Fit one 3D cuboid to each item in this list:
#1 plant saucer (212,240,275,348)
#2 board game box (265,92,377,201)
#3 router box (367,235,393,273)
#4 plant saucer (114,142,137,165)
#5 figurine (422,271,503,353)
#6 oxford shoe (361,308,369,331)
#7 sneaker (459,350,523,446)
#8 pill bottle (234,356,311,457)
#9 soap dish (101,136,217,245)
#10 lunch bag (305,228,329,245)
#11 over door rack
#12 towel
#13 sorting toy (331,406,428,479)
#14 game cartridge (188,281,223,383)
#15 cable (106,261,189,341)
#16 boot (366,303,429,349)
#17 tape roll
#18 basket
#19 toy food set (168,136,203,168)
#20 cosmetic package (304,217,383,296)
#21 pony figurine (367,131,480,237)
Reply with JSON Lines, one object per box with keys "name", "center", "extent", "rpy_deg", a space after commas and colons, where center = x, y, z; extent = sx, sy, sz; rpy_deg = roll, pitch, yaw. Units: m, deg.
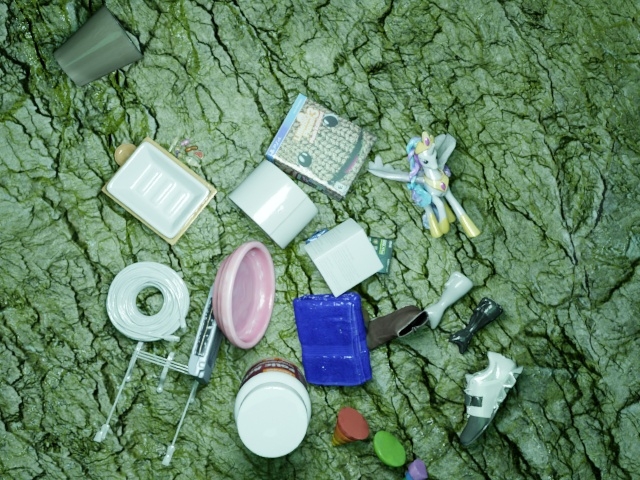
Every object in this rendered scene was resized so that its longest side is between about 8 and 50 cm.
{"name": "plant saucer", "center": [-0.239, 0.166, 1.669], "extent": [0.084, 0.332, 0.332], "rpy_deg": [3, 87, 18]}
{"name": "board game box", "center": [0.000, -0.302, 1.788], "extent": [0.291, 0.141, 0.232], "rpy_deg": [28, 85, -3]}
{"name": "router box", "center": [0.194, 0.050, 1.836], "extent": [0.092, 0.038, 0.122], "rpy_deg": [8, 87, -4]}
{"name": "plant saucer", "center": [-0.647, -0.284, 1.801], "extent": [0.084, 0.013, 0.083], "rpy_deg": [0, 87, -4]}
{"name": "figurine", "center": [0.471, 0.245, 1.829], "extent": [0.215, 0.092, 0.209], "rpy_deg": [40, 89, -1]}
{"name": "oxford shoe", "center": [0.052, 0.249, 1.806], "extent": [0.227, 0.082, 0.096], "rpy_deg": [8, 53, 6]}
{"name": "sneaker", "center": [0.534, 0.525, 1.813], "extent": [0.146, 0.122, 0.330], "rpy_deg": [31, 86, 16]}
{"name": "pill bottle", "center": [-0.142, 0.488, 1.611], "extent": [0.224, 0.392, 0.224], "rpy_deg": [0, 87, -5]}
{"name": "soap dish", "center": [-0.517, -0.159, 1.753], "extent": [0.291, 0.118, 0.229], "rpy_deg": [38, 85, -1]}
{"name": "lunch bag", "center": [0.000, 0.000, 1.809], "extent": [0.098, 0.067, 0.065], "rpy_deg": [-33, 90, -6]}
{"name": "over door rack", "center": [-0.532, 0.512, 1.709], "extent": [0.240, 0.108, 0.324], "rpy_deg": [20, 65, -4]}
{"name": "towel", "center": [0.036, 0.323, 1.729], "extent": [0.228, 0.076, 0.308], "rpy_deg": [-6, 104, 12]}
{"name": "sorting toy", "center": [0.178, 0.709, 1.789], "extent": [0.365, 0.127, 0.126], "rpy_deg": [35, 114, -5]}
{"name": "game cartridge", "center": [-0.343, 0.292, 1.688], "extent": [0.060, 0.196, 0.294], "rpy_deg": [11, 66, 4]}
{"name": "cable", "center": [-0.555, 0.198, 1.748], "extent": [0.257, 0.089, 0.257], "rpy_deg": [2, 86, -4]}
{"name": "boot", "center": [0.223, 0.288, 1.742], "extent": [0.248, 0.207, 0.090], "rpy_deg": [-34, 90, -5]}
{"name": "tape roll", "center": [-0.151, -0.113, 1.716], "extent": [0.246, 0.246, 0.169], "rpy_deg": [44, 86, -1]}
{"name": "basket", "center": [-0.728, -0.615, 1.747], "extent": [0.227, 0.154, 0.204], "rpy_deg": [-36, 92, -2]}
{"name": "toy food set", "center": [-0.447, -0.301, 1.814], "extent": [0.122, 0.019, 0.078], "rpy_deg": [26, 86, -3]}
{"name": "cosmetic package", "center": [0.072, 0.051, 1.716], "extent": [0.184, 0.151, 0.151], "rpy_deg": [-31, 111, -3]}
{"name": "pony figurine", "center": [0.352, -0.196, 1.740], "extent": [0.303, 0.351, 0.363], "rpy_deg": [-27, 108, -2]}
